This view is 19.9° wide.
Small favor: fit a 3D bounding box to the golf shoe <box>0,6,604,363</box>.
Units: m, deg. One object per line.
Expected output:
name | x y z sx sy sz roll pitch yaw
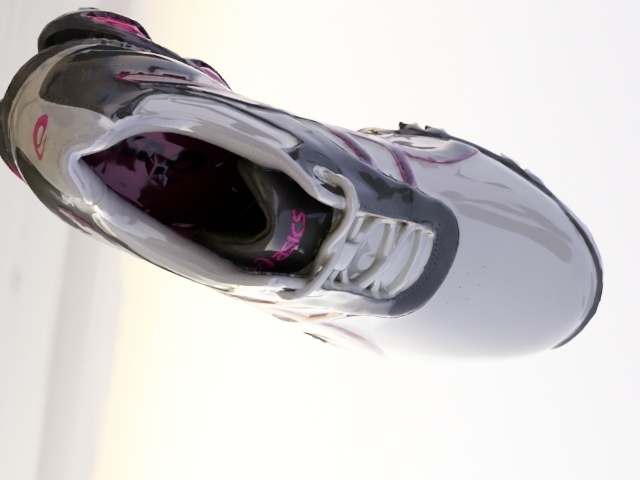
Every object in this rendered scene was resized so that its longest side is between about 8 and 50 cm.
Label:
golf shoe | 0.000 0.000 0.732 0.105 0.273 0.120 -67 -161 13
